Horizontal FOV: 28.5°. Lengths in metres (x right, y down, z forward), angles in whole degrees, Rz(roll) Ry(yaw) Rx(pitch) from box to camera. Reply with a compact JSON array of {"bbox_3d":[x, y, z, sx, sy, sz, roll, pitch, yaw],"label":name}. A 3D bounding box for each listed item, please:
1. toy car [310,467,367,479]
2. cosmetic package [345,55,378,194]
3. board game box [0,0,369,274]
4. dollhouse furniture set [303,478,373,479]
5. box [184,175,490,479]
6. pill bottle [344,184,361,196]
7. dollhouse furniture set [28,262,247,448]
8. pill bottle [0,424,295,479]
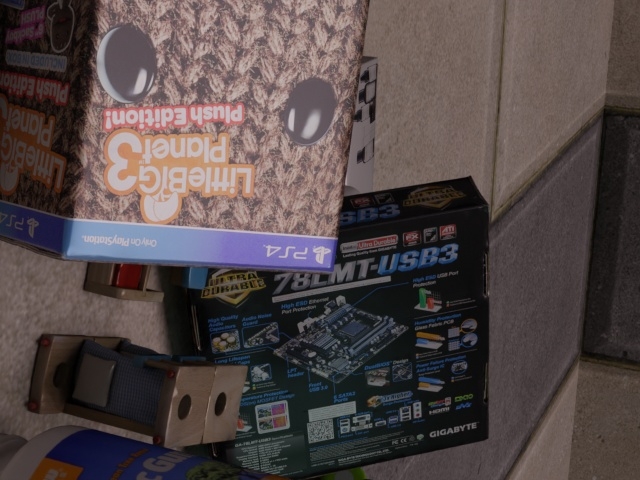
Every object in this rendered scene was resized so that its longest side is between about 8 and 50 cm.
[{"bbox_3d":[-0.048,0.330,1.376,0.188,0.149,0.155,-47,154,-35],"label":"toy car"},{"bbox_3d":[0.022,-0.090,1.464,0.099,0.060,0.239,-34,130,-60],"label":"cosmetic package"},{"bbox_3d":[-0.101,-0.132,0.912,0.232,0.141,0.291,3,96,-39],"label":"board game box"},{"bbox_3d":[-0.082,0.280,1.117,0.259,0.262,0.135,161,-69,-73],"label":"dollhouse furniture set"},{"bbox_3d":[0.021,0.097,1.251,0.073,0.295,0.293,-115,-164,-58],"label":"box"},{"bbox_3d":[0.000,0.000,1.332,0.112,0.112,0.187,-35,112,-61],"label":"pill bottle"},{"bbox_3d":[-0.138,0.063,1.036,0.129,0.129,0.184,13,88,-68],"label":"dollhouse furniture set"},{"bbox_3d":[-0.144,0.216,0.891,0.152,0.272,0.152,10,90,-69],"label":"pill bottle"}]
